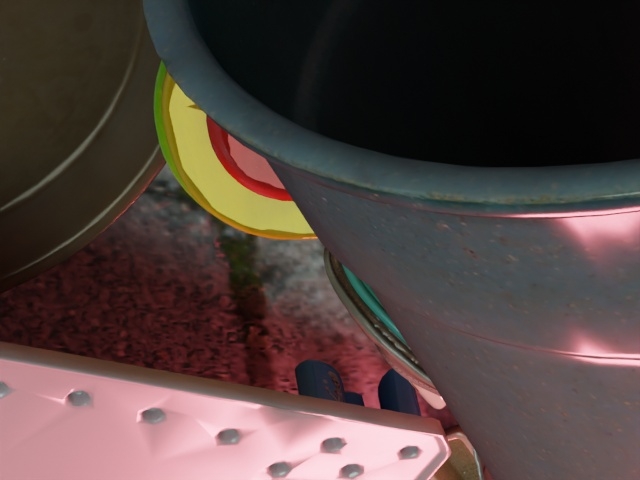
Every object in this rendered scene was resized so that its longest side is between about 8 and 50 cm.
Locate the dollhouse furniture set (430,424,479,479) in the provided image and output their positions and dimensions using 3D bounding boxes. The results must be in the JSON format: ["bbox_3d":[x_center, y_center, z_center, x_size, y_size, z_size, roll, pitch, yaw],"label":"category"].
[{"bbox_3d":[0.066,0.162,0.966,0.091,0.081,0.114,-21,120,27],"label":"dollhouse furniture set"}]

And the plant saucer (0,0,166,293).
[{"bbox_3d":[-0.183,-0.075,0.794,0.278,0.041,0.277,-15,135,-15],"label":"plant saucer"}]

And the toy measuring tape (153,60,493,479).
[{"bbox_3d":[0.000,0.000,0.801,0.121,0.121,0.330,-7,105,19],"label":"toy measuring tape"}]

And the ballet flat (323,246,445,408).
[{"bbox_3d":[0.086,0.067,0.897,0.213,0.072,0.068,28,139,-7],"label":"ballet flat"}]

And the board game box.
[{"bbox_3d":[-0.193,0.165,0.962,0.390,0.050,0.390,12,134,-27],"label":"board game box"}]

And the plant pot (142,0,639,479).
[{"bbox_3d":[0.161,-0.019,0.665,0.341,0.341,0.334,-9,132,20],"label":"plant pot"}]
